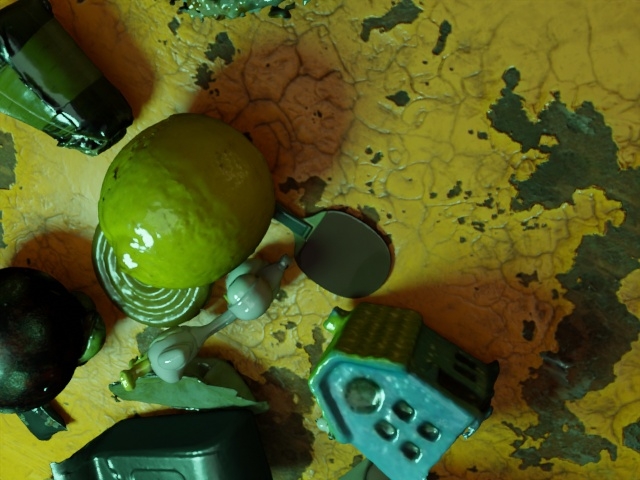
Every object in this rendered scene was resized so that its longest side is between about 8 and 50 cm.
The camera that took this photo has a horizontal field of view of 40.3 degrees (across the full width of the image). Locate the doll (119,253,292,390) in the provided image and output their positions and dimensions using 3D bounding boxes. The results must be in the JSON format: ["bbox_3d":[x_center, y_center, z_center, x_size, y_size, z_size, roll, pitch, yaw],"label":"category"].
[{"bbox_3d":[-0.194,0.145,1.561,0.365,0.160,0.094,-40,97,5],"label":"doll"}]

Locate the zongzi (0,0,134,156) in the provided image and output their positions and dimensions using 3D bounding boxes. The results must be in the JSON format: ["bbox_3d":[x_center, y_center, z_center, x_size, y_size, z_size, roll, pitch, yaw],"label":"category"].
[{"bbox_3d":[-0.517,-0.241,1.566,0.318,0.154,0.289,-28,105,42],"label":"zongzi"}]

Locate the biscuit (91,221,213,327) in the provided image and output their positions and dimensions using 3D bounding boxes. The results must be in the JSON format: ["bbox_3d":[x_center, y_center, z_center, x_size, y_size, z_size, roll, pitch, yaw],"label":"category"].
[{"bbox_3d":[-0.321,0.047,1.643,0.262,0.037,0.261,6,108,19],"label":"biscuit"}]

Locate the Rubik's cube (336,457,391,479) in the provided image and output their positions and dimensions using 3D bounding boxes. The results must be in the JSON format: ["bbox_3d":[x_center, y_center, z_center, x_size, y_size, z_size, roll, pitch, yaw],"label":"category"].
[{"bbox_3d":[0.069,0.684,1.620,0.346,0.347,0.344,45,115,-3],"label":"Rubik's cube"}]

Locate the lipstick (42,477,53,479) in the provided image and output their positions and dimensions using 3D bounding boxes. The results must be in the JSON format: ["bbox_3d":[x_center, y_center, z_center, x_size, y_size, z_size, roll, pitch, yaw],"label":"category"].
[{"bbox_3d":[-0.602,0.611,1.927,0.063,0.057,0.186,21,119,6],"label":"lipstick"}]

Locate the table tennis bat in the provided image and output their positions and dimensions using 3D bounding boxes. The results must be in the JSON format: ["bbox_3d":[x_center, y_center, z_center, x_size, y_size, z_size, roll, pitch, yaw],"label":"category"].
[{"bbox_3d":[0.000,0.000,1.566,0.274,0.021,0.154,34,114,-1],"label":"table tennis bat"}]

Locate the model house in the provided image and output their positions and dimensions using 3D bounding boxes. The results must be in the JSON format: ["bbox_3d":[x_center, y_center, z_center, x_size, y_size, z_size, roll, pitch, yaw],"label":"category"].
[{"bbox_3d":[0.121,0.242,1.508,0.303,0.237,0.215,34,112,3],"label":"model house"}]

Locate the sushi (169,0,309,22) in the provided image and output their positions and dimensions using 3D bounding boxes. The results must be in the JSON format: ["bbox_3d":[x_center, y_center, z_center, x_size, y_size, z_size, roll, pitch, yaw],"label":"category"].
[{"bbox_3d":[-0.130,-0.525,1.323,0.418,0.176,0.417,5,110,13],"label":"sushi"}]

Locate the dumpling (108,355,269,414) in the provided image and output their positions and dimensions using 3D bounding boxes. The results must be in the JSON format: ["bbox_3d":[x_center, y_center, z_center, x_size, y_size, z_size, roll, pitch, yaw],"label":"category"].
[{"bbox_3d":[-0.269,0.268,1.698,0.333,0.086,0.166,0,142,14],"label":"dumpling"}]

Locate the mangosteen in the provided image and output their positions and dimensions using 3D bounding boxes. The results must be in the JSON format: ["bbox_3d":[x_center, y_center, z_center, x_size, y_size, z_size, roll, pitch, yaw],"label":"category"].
[{"bbox_3d":[-0.563,0.187,1.659,0.288,0.288,0.287,5,110,13],"label":"mangosteen"}]

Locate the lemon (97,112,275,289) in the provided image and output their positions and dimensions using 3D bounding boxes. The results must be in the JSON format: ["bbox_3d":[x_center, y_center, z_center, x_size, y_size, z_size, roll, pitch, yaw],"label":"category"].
[{"bbox_3d":[-0.222,-0.065,1.452,0.297,0.297,0.296,5,110,13],"label":"lemon"}]

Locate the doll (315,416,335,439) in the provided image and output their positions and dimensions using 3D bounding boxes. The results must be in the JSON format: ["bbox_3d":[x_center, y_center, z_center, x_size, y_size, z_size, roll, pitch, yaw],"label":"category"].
[{"bbox_3d":[0.026,0.340,1.674,0.058,0.040,0.085,34,115,12],"label":"doll"}]

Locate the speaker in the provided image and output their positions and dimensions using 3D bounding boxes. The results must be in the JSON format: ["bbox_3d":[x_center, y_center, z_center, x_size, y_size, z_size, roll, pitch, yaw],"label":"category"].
[{"bbox_3d":[-0.303,0.448,1.683,0.389,0.184,0.179,-11,99,29],"label":"speaker"}]

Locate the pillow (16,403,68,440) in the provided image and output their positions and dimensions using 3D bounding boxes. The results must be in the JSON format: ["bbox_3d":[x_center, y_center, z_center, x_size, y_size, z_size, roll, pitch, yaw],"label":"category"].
[{"bbox_3d":[-0.603,0.359,1.836,0.090,0.048,0.150,-34,101,20],"label":"pillow"}]
